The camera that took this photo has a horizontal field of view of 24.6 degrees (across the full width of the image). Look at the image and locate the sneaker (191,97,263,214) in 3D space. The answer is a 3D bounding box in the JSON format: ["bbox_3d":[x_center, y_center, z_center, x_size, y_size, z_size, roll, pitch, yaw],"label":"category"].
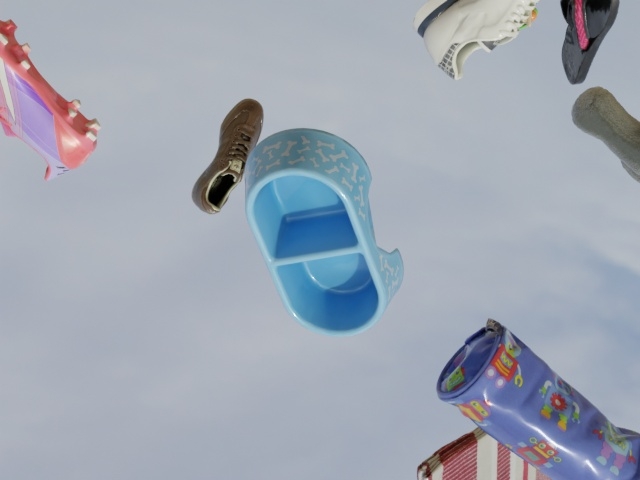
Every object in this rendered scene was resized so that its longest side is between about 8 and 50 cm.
[{"bbox_3d":[-0.129,-0.124,2.243,0.066,0.188,0.071,23,-173,-31],"label":"sneaker"}]

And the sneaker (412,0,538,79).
[{"bbox_3d":[0.229,-0.298,1.809,0.095,0.235,0.090,59,-160,20],"label":"sneaker"}]

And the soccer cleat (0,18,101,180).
[{"bbox_3d":[-0.366,-0.180,1.731,0.248,0.095,0.083,48,-166,-17],"label":"soccer cleat"}]

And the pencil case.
[{"bbox_3d":[0.290,0.226,1.890,0.306,0.119,0.133,37,-133,-16],"label":"pencil case"}]

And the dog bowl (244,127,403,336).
[{"bbox_3d":[0.000,0.000,1.861,0.166,0.297,0.074,-9,-146,18],"label":"dog bowl"}]

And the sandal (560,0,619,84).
[{"bbox_3d":[0.267,-0.226,1.507,0.040,0.179,0.067,-4,-126,-11],"label":"sandal"}]

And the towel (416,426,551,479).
[{"bbox_3d":[0.266,0.386,2.330,0.037,0.237,0.329,22,-144,40],"label":"towel"}]

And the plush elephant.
[{"bbox_3d":[0.599,-0.168,2.178,0.255,0.272,0.330,-28,-100,-46],"label":"plush elephant"}]

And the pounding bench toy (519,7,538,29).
[{"bbox_3d":[0.291,-0.334,2.186,0.065,0.083,0.052,6,-159,10],"label":"pounding bench toy"}]
